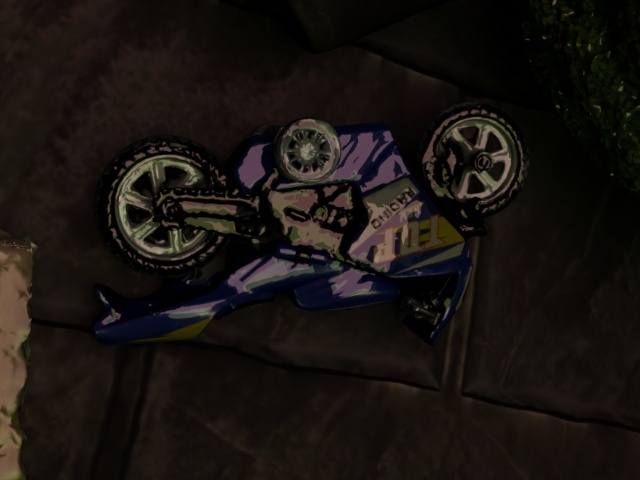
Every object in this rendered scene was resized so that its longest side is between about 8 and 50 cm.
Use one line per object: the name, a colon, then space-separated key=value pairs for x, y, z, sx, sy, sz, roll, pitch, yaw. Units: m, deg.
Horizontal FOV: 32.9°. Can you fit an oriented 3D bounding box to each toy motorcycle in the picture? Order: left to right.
toy motorcycle: x=0.000 y=0.000 z=0.736 sx=0.315 sy=0.113 sz=0.169 roll=-8 pitch=97 yaw=-13

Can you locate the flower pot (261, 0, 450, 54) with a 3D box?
flower pot: x=0.010 y=-0.221 z=0.719 sx=0.148 sy=0.235 sz=0.235 roll=-37 pitch=99 yaw=-2

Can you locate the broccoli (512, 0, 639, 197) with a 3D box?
broccoli: x=0.293 y=-0.168 z=0.754 sx=0.310 sy=0.321 sz=0.414 roll=-10 pitch=96 yaw=-17

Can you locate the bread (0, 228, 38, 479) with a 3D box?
bread: x=-0.247 y=0.048 z=0.653 sx=0.172 sy=0.064 sz=0.232 roll=-46 pitch=104 yaw=-19
